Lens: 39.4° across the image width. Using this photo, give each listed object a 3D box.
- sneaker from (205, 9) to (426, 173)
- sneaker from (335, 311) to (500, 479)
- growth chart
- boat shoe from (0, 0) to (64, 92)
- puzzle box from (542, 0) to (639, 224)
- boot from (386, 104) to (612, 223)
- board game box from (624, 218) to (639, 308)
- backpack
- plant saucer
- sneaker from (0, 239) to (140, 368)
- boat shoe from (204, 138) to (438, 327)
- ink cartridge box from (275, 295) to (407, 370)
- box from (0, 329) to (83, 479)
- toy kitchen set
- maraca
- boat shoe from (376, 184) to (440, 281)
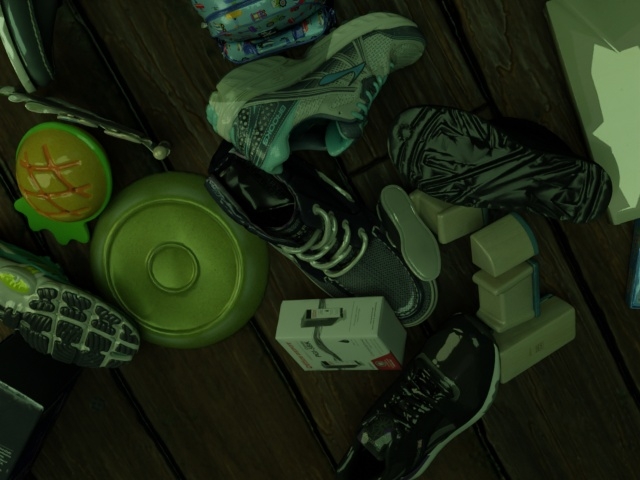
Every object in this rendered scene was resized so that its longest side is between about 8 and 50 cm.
[{"bbox_3d":[0.018,-0.156,0.998,0.283,0.110,0.122,-30,70,-24],"label":"sneaker"},{"bbox_3d":[0.113,0.213,1.071,0.107,0.124,0.283,42,125,26],"label":"sneaker"},{"bbox_3d":[-0.282,-0.144,1.055,0.237,0.172,0.021,20,96,-2],"label":"growth chart"},{"bbox_3d":[-0.322,-0.327,1.015,0.099,0.116,0.320,-9,80,-6],"label":"boat shoe"},{"bbox_3d":[0.489,-0.203,1.007,0.408,0.052,0.272,-17,90,9],"label":"puzzle box"},{"bbox_3d":[0.186,-0.095,0.999,0.246,0.207,0.094,15,104,-3],"label":"boot"},{"bbox_3d":[0.490,0.010,1.083,0.211,0.039,0.160,4,103,5],"label":"board game box"},{"bbox_3d":[-0.064,-0.268,1.001,0.158,0.173,0.117,-16,101,8],"label":"backpack"},{"bbox_3d":[-0.186,0.032,1.150,0.241,0.037,0.241,1,102,5],"label":"plant saucer"},{"bbox_3d":[-0.347,0.064,1.134,0.275,0.110,0.107,30,116,-5],"label":"sneaker"},{"bbox_3d":[0.000,0.000,1.063,0.340,0.158,0.127,38,103,-4],"label":"boat shoe"},{"bbox_3d":[0.026,0.117,1.098,0.135,0.056,0.099,-5,146,24],"label":"ink cartridge box"},{"bbox_3d":[-0.418,0.243,1.159,0.108,0.153,0.207,30,104,-2],"label":"box"},{"bbox_3d":[0.209,0.032,1.093,0.122,0.166,0.207,-27,128,-20],"label":"toy kitchen set"},{"bbox_3d":[-0.324,-0.068,1.113,0.127,0.099,0.186,29,130,1],"label":"maraca"},{"bbox_3d":[0.102,-0.005,1.061,0.046,0.038,0.125,-24,76,-20],"label":"boat shoe"}]
